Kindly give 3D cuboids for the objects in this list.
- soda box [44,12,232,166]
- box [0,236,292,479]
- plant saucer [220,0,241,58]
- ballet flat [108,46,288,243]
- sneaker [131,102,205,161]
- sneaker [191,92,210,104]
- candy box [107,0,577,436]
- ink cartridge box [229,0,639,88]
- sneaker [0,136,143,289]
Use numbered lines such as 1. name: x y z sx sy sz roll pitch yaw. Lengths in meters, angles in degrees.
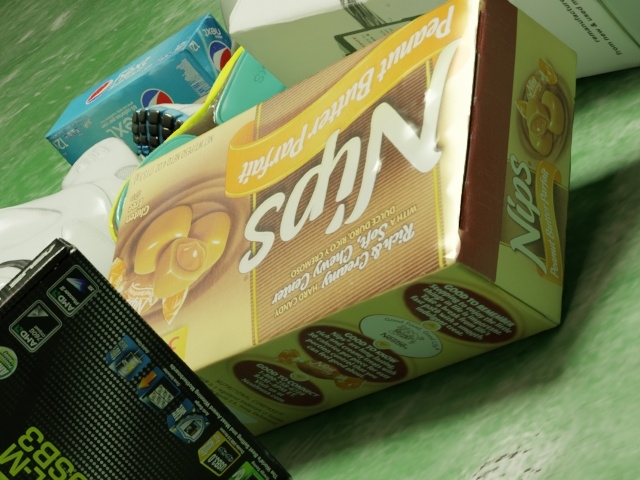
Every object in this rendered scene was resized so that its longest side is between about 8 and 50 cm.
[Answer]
1. soda box: -0.169 -0.137 1.875 0.210 0.067 0.071 -27 23 37
2. box: -0.142 0.127 1.033 0.184 0.190 0.045 -44 18 -10
3. plant saucer: 0.008 -0.334 1.662 0.400 0.100 0.400 -56 -4 -7
4. ballet flat: -0.071 -0.056 1.357 0.231 0.077 0.077 -56 -12 -32
5. sneaker: -0.062 -0.079 1.496 0.191 0.071 0.083 12 37 34
6. sneaker: -0.099 -0.047 1.569 0.071 0.066 0.188 2 49 41
7. candy box: 0.000 0.000 1.119 0.316 0.087 0.183 -24 47 41
8. ink cartridge box: 0.103 -0.209 1.292 0.289 0.121 0.211 -8 51 45
9. sneaker: -0.235 0.027 1.451 0.366 0.137 0.210 7 38 43
